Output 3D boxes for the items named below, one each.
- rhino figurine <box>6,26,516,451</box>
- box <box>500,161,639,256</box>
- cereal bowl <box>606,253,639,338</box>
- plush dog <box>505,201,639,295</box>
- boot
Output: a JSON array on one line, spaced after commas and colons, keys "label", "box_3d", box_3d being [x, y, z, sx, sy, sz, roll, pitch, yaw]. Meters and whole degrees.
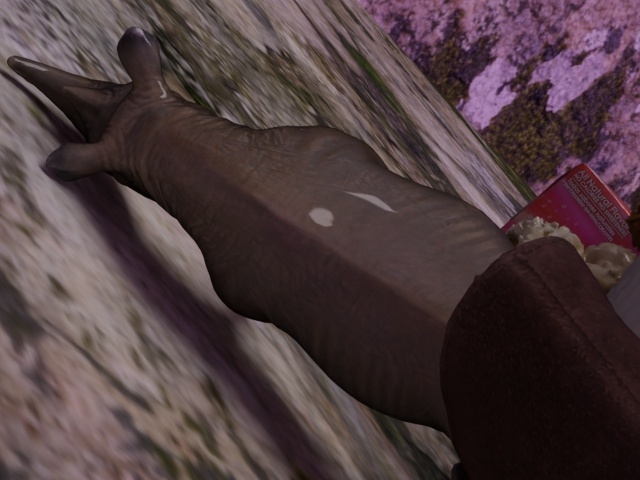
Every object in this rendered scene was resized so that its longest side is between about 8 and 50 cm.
[{"label": "rhino figurine", "box_3d": [0.000, 0.000, 0.548, 0.243, 0.073, 0.106, 33, 3, 5]}, {"label": "box", "box_3d": [0.226, 0.084, 1.169, 0.257, 0.122, 0.128, 53, 10, 15]}, {"label": "cereal bowl", "box_3d": [0.242, 0.149, 0.748, 0.339, 0.141, 0.339, 36, -23, 18]}, {"label": "plush dog", "box_3d": [0.252, 0.031, 0.991, 0.211, 0.225, 0.262, 52, -28, -18]}, {"label": "boot", "box_3d": [0.105, 0.138, 0.359, 0.207, 0.090, 0.248, 54, -17, 46]}]
